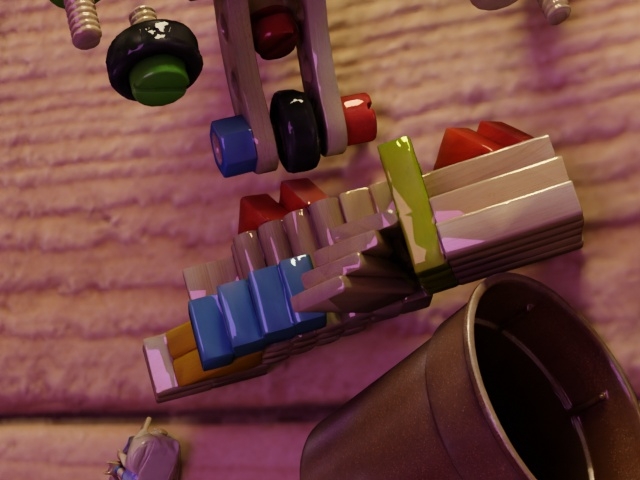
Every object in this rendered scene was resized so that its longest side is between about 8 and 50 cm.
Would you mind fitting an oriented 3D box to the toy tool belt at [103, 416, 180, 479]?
[{"bbox_3d":[-0.136,0.178,1.031,0.051,0.052,0.083,30,100,62],"label":"toy tool belt"}]

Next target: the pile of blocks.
[{"bbox_3d":[0.000,0.000,0.895,0.362,0.149,0.113,-25,74,29],"label":"pile of blocks"}]

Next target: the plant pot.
[{"bbox_3d":[0.085,0.130,0.831,0.165,0.167,0.167,-35,69,32],"label":"plant pot"}]

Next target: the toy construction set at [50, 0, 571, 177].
[{"bbox_3d":[-0.001,-0.215,0.895,0.308,0.257,0.237,-22,61,8],"label":"toy construction set"}]
